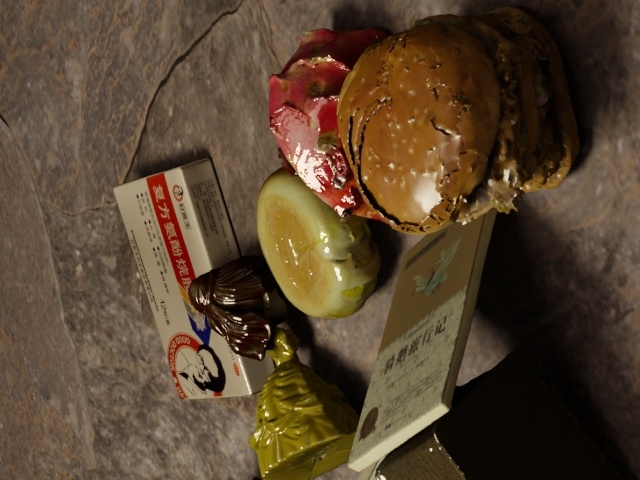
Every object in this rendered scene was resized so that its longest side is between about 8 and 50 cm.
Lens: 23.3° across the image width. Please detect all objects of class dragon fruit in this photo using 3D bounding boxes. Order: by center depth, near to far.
[{"bbox_3d":[0.034,-0.140,1.866,0.126,0.161,0.274,-33,77,56],"label":"dragon fruit"}]

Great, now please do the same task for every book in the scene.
[{"bbox_3d":[0.121,0.099,1.799,0.021,0.310,0.217,27,144,-14],"label":"book"}]

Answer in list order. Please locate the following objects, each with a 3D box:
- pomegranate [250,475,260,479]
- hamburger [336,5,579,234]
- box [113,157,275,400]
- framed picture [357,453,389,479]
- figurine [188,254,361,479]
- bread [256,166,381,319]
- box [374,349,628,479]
[{"bbox_3d":[-0.130,0.504,2.277,0.260,0.340,0.260,12,133,13],"label":"pomegranate"},{"bbox_3d":[0.156,-0.130,1.680,0.260,0.211,0.245,53,136,30],"label":"hamburger"},{"bbox_3d":[-0.191,0.064,2.349,0.214,0.069,0.353,-12,98,54],"label":"box"},{"bbox_3d":[0.120,0.424,2.145,0.240,0.020,0.324,50,140,26],"label":"framed picture"},{"bbox_3d":[-0.059,0.165,2.175,0.187,0.168,0.315,53,-166,-69],"label":"figurine"},{"bbox_3d":[0.000,0.000,2.027,0.213,0.105,0.213,31,133,40],"label":"bread"},{"bbox_3d":[0.222,0.290,1.755,0.273,0.184,0.143,50,142,0],"label":"box"}]
